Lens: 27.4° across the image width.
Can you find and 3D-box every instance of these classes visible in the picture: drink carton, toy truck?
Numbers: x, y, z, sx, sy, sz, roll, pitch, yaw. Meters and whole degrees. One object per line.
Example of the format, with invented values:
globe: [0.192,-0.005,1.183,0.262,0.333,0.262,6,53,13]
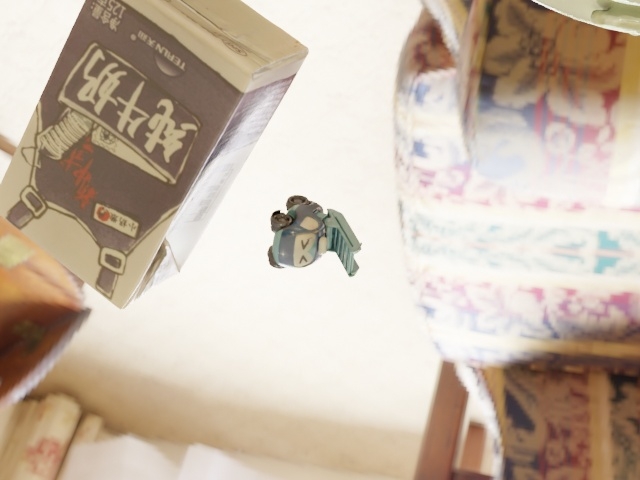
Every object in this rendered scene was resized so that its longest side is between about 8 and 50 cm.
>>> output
drink carton: [-0.127,-0.079,0.955,0.134,0.102,0.222,36,118,7]
toy truck: [0.000,0.000,1.215,0.090,0.073,0.056,17,125,20]

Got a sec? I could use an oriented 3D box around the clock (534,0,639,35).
clock: [0.130,-0.151,0.493,0.236,0.053,0.236,17,149,10]
